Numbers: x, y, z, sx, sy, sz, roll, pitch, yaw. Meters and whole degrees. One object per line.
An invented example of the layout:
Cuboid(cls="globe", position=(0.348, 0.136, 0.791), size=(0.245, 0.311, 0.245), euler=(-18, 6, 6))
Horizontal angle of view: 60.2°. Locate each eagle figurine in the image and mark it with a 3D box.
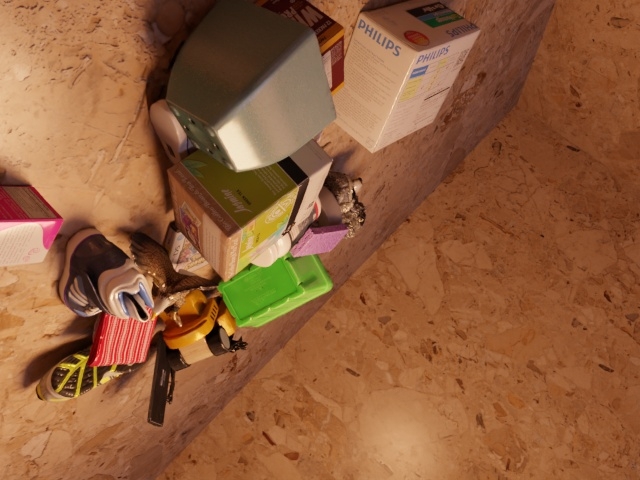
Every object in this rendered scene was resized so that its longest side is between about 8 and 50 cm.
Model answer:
Cuboid(cls="eagle figurine", position=(-0.403, 0.117, 1.498), size=(0.227, 0.225, 0.298), euler=(-1, 143, -22))

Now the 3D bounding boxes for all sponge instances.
Cuboid(cls="sponge", position=(0.000, 0.000, 1.862), size=(0.210, 0.031, 0.117), euler=(-9, 145, -54))

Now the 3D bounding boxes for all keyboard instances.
Cuboid(cls="keyboard", position=(-0.562, 0.499, 1.975), size=(0.201, 0.033, 0.316), euler=(74, 16, -62))

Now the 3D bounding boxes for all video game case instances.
Cuboid(cls="video game case", position=(-0.371, 0.005, 1.701), size=(0.275, 0.035, 0.248), euler=(-28, 154, -47))

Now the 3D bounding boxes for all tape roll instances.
Cuboid(cls="tape roll", position=(-0.026, -0.100, 1.978), size=(0.072, 0.219, 0.219), euler=(-36, 159, -36))

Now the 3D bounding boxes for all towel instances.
Cuboid(cls="towel", position=(-0.560, 0.264, 1.603), size=(0.275, 0.031, 0.198), euler=(35, 69, -73))

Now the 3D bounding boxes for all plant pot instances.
Cuboid(cls="plant pot", position=(-0.156, -0.289, 1.113), size=(0.252, 0.248, 0.247), euler=(-49, 152, -16))

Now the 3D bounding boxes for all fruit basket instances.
Cuboid(cls="fruit basket", position=(-0.156, 0.121, 2.007), size=(0.392, 0.282, 0.392), euler=(-28, 179, -1))

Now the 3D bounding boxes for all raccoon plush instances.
Cuboid(cls="raccoon plush", position=(-0.007, -0.082, 2.124), size=(0.446, 0.216, 0.299), euler=(-49, 155, 5))

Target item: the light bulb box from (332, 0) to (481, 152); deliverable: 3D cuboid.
Cuboid(cls="light bulb box", position=(0.250, -0.520, 1.714), size=(0.358, 0.225, 0.361), euler=(-32, 156, -39))

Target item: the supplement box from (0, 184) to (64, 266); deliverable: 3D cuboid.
Cuboid(cls="supplement box", position=(-0.596, -0.025, 0.979), size=(0.111, 0.114, 0.220), euler=(-54, 160, 18))

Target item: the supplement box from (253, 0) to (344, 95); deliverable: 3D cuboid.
Cuboid(cls="supplement box", position=(-0.058, -0.425, 1.249), size=(0.129, 0.191, 0.194), euler=(-44, 163, -14))

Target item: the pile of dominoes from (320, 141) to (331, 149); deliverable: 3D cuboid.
Cuboid(cls="pile of dominoes", position=(-0.098, -0.225, 1.690), size=(0.251, 0.040, 0.196), euler=(-19, -155, 45))

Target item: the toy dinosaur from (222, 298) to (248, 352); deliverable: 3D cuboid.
Cuboid(cls="toy dinosaur", position=(-0.371, 0.320, 2.153), size=(0.164, 0.218, 0.322), euler=(24, 120, -35))

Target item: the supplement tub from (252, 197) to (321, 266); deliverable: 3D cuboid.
Cuboid(cls="supplement tub", position=(-0.141, -0.066, 1.761), size=(0.272, 0.191, 0.191), euler=(-50, 166, -34))

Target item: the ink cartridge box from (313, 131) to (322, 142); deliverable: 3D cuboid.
Cuboid(cls="ink cartridge box", position=(-0.049, -0.337, 1.666), size=(0.115, 0.067, 0.198), euler=(-37, 160, -30))

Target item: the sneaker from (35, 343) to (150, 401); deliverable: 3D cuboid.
Cuboid(cls="sneaker", position=(-0.675, 0.365, 1.658), size=(0.147, 0.145, 0.385), euler=(-23, 176, 26))

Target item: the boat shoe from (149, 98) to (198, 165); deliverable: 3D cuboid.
Cuboid(cls="boat shoe", position=(-0.304, -0.239, 1.237), size=(0.088, 0.096, 0.267), euler=(-46, 164, -18))

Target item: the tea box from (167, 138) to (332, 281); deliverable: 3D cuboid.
Cuboid(cls="tea box", position=(-0.181, -0.113, 1.383), size=(0.324, 0.220, 0.329), euler=(-39, 170, -21))

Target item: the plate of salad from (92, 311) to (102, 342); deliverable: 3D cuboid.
Cuboid(cls="plate of salad", position=(-0.597, 0.241, 1.599), size=(0.200, 0.048, 0.199), euler=(12, 90, -75))

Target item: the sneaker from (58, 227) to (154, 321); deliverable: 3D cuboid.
Cuboid(cls="sneaker", position=(-0.510, 0.144, 1.336), size=(0.130, 0.236, 0.322), euler=(-32, 156, -41))

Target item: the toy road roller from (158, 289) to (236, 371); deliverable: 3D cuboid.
Cuboid(cls="toy road roller", position=(-0.425, 0.256, 1.866), size=(0.203, 0.240, 0.329), euler=(-21, -161, 6))
